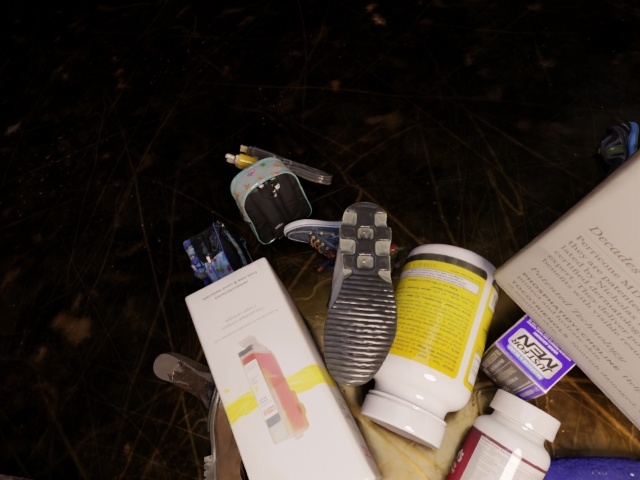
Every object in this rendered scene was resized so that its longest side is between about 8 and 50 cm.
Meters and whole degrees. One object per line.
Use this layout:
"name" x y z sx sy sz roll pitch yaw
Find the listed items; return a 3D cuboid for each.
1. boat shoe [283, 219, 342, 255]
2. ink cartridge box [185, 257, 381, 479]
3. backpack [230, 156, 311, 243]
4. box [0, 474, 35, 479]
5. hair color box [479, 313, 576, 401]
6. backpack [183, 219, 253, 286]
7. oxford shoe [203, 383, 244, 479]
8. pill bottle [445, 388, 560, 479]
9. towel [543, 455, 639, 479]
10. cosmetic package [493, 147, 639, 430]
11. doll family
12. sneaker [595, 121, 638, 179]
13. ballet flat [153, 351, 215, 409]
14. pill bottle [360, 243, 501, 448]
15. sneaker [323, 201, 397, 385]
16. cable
"boat shoe" 0.000 0.000 0.986 0.184 0.065 0.083 -1 60 6
"ink cartridge box" -0.056 0.266 0.727 0.161 0.279 0.384 -27 60 -5
"backpack" -0.126 -0.110 1.007 0.166 0.188 0.144 -31 59 -6
"box" -0.386 0.509 0.640 0.308 0.242 0.076 23 68 39
"hair color box" 0.452 0.138 0.745 0.339 0.185 0.110 -36 63 -9
"backpack" -0.217 0.063 0.956 0.117 0.158 0.173 -31 71 3
"oxford shoe" -0.169 0.352 0.791 0.096 0.083 0.226 2 93 -8
"pill bottle" 0.287 0.364 0.666 0.121 0.121 0.221 27 80 24
"towel" 0.504 0.453 0.624 0.309 0.076 0.227 -4 57 8
"cosmetic package" 0.489 0.016 0.474 0.330 0.393 0.327 -35 71 -10
"doll family" 0.091 0.043 0.919 0.193 0.111 0.076 -28 59 -4
"sneaker" 0.688 -0.197 0.968 0.078 0.067 0.188 6 62 39
"ballet flat" -0.242 0.305 0.877 0.250 0.058 0.084 19 82 18
"pill bottle" 0.201 0.188 0.768 0.188 0.187 0.333 18 66 21
"sneaker" 0.074 0.106 0.773 0.123 0.146 0.330 9 64 2
"cable" -0.108 -0.194 1.130 0.288 0.139 0.072 21 103 2
